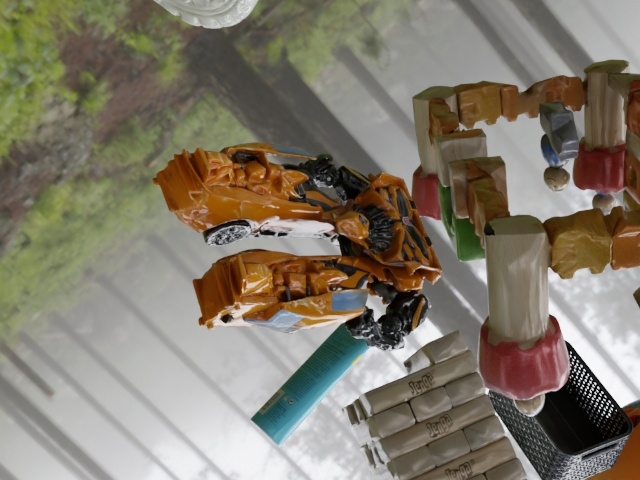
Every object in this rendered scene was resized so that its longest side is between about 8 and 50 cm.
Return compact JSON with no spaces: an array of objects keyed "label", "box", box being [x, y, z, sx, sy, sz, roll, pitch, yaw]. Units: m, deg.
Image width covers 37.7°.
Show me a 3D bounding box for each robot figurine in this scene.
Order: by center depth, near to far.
[{"label":"robot figurine","box":[0.000,0.000,0.842,0.291,0.211,0.085,0,151,-45]}]

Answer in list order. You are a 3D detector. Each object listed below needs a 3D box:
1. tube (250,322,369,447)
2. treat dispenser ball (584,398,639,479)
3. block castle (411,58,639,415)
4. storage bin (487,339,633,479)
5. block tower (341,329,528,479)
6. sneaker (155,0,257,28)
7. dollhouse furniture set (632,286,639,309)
[{"label":"tube","box":[-0.003,0.174,1.216,0.207,0.052,0.080,-46,-142,-14]},{"label":"treat dispenser ball","box":[0.555,0.385,1.462,0.288,0.288,0.288,-40,-167,11]},{"label":"block castle","box":[0.274,-0.022,1.009,0.303,0.213,0.453,-10,-153,0]},{"label":"storage bin","box":[0.330,0.238,1.308,0.122,0.180,0.084,-15,139,-20]},{"label":"block tower","box":[0.123,0.242,0.688,0.097,0.335,0.091,-20,168,-14]},{"label":"sneaker","box":[-0.069,-0.147,0.313,0.058,0.152,0.085,-36,-156,53]},{"label":"dollhouse furniture set","box":[0.429,0.067,0.768,0.259,0.262,0.135,-44,-173,17]}]
